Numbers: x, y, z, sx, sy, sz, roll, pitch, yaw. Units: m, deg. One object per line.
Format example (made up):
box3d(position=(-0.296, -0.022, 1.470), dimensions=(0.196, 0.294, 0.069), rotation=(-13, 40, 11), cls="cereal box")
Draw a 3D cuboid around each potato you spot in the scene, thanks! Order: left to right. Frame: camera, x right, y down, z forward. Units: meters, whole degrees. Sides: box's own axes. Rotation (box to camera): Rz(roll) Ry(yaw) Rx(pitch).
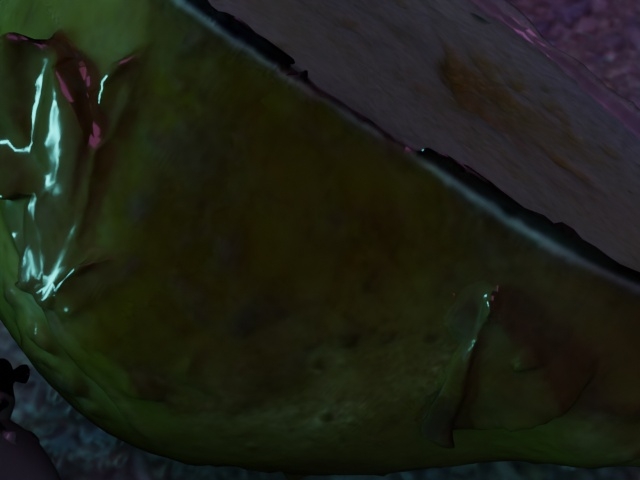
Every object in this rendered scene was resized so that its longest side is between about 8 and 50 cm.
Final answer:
box3d(position=(0.000, 0.000, 0.650), dimensions=(0.299, 0.196, 0.246), rotation=(30, 25, -8), cls="potato")

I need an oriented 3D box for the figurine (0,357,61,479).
box3d(position=(-0.146, 0.123, 0.607), dimensions=(0.126, 0.147, 0.192), rotation=(14, 78, -14), cls="figurine")
